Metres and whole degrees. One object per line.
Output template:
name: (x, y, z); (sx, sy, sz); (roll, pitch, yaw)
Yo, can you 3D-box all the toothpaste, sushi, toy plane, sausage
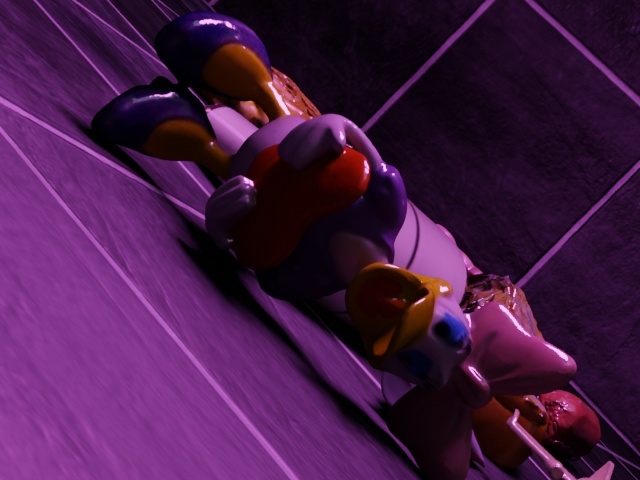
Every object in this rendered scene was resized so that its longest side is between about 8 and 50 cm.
toothpaste: (0.099, 0.143, 1.527); (0.089, 0.057, 0.234); (49, 0, 20)
sushi: (0.194, 0.117, 2.059); (0.291, 0.131, 0.139); (-147, -146, -85)
toy plane: (0.248, 0.252, 1.582); (0.229, 0.092, 0.244); (46, 6, -7)
sausage: (0.305, 0.230, 2.220); (0.076, 0.076, 0.141); (48, 8, 32)

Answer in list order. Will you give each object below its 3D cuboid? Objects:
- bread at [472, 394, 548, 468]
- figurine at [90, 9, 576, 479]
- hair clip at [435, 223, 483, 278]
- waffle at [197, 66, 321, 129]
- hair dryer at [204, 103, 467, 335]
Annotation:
bread: (0.144, 0.131, 1.806); (0.236, 0.070, 0.236); (45, 5, -5)
figurine: (0.002, -0.004, 1.392); (0.421, 0.154, 0.193); (48, 3, 27)
hair clip: (0.159, 0.054, 2.300); (0.123, 0.102, 0.138); (49, 6, 15)
waffle: (-0.006, -0.107, 2.384); (0.382, 0.095, 0.379); (49, 5, 21)
hair dryer: (-0.032, -0.047, 1.692); (0.362, 0.128, 0.203); (40, 2, 44)
